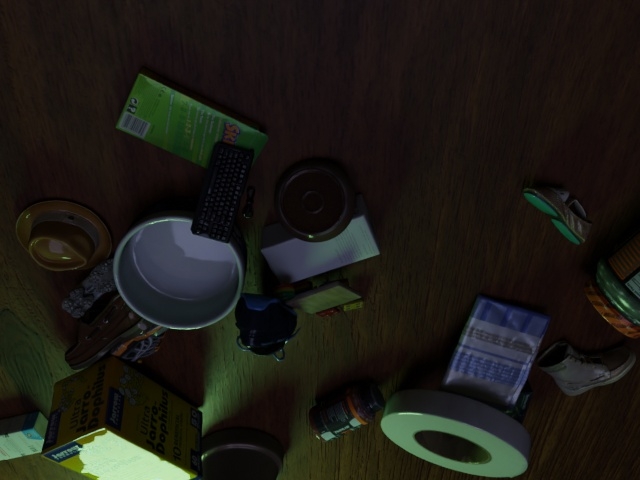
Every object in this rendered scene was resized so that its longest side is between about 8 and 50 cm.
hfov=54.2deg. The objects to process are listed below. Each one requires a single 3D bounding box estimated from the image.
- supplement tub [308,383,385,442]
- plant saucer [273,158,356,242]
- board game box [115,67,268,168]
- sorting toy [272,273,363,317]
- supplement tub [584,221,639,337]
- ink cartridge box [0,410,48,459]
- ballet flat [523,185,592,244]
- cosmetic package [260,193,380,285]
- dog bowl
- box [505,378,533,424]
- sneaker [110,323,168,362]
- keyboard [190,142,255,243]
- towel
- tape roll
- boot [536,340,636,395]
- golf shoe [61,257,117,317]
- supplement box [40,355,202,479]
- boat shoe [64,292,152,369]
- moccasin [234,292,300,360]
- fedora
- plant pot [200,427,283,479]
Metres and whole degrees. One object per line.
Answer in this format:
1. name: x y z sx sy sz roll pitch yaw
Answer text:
1. supplement tub: 0.072 0.456 1.670 0.197 0.106 0.106 -32 123 20
2. plant saucer: -0.014 -0.078 1.241 0.168 0.029 0.169 1 95 10
3. board game box: -0.237 -0.210 1.175 0.259 0.039 0.124 25 123 -19
4. sorting toy: 0.008 0.116 1.399 0.132 0.046 0.274 -20 157 20
5. supplement tub: 0.750 0.044 1.335 0.207 0.207 0.338 25 123 -22
6. ink cartridge box: -0.824 0.531 1.692 0.180 0.060 0.104 -13 128 6
7. ballet flat: 0.509 -0.071 1.329 0.206 0.073 0.067 36 90 -30
8. cosmetic package: 0.000 0.000 1.326 0.230 0.086 0.117 -17 128 11
9. dog bowl: -0.285 0.049 1.299 0.264 0.104 0.265 0 117 0
10. box: 0.467 0.426 1.684 0.158 0.093 0.156 -2 128 -4
11. sneaker: -0.405 0.224 1.475 0.214 0.084 0.083 -33 123 33
12. keyboard: -0.173 -0.085 1.193 0.108 0.023 0.180 16 97 -16
13. towel: 0.430 0.285 1.550 0.209 0.034 0.285 16 104 -9
14. tape roll: 0.353 0.513 1.647 0.391 0.072 0.392 17 147 11
15. boot: 0.688 0.311 1.622 0.213 0.077 0.165 -35 120 25
16. golf shoe: -0.489 0.091 1.377 0.176 0.086 0.069 -37 106 -8
17. supplement box: -0.472 0.474 1.549 0.195 0.194 0.356 -26 134 16
18. boat shoe: -0.497 0.193 1.427 0.307 0.111 0.104 -32 110 26
19. moccasin: -0.132 0.191 1.344 0.137 0.117 0.342 7 167 11
20. fedora: -0.536 0.009 1.295 0.194 0.079 0.195 -2 128 -3
21. plant pot: -0.236 0.698 1.760 0.262 0.229 0.263 -1 128 -2
